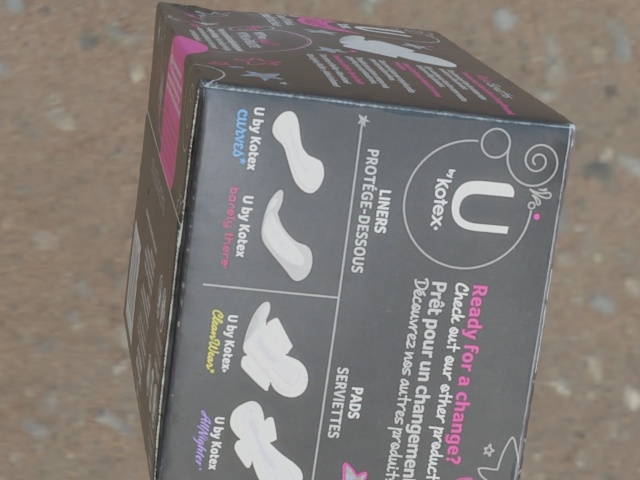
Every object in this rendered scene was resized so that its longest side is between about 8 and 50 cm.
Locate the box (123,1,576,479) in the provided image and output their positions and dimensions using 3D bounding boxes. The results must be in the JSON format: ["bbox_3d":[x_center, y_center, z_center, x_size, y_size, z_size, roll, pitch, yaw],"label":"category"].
[{"bbox_3d":[0.000,0.000,0.816,0.142,0.247,0.163,5,102,-9],"label":"box"}]
